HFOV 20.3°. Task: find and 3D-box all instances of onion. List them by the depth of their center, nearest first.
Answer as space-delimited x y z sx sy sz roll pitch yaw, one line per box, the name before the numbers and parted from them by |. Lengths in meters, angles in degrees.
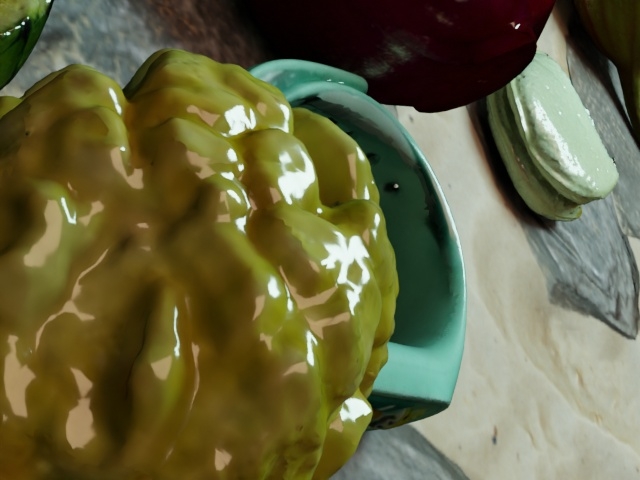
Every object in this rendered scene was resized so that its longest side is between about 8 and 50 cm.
onion | 0.058 -0.194 0.997 0.216 0.207 0.206 8 62 -50

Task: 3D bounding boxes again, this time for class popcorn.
popcorn | -0.074 0.045 0.652 0.181 0.217 0.235 28 73 0

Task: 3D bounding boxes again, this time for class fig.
fig | 0.255 -0.155 1.403 0.124 0.124 0.236 -44 135 -57

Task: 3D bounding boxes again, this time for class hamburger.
hamburger | 0.148 -0.072 1.210 0.084 0.054 0.121 -10 78 -55

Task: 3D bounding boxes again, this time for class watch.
watch | 0.000 0.000 0.915 0.237 0.068 0.195 12 61 -56

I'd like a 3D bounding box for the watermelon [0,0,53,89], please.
watermelon | -0.162 -0.111 0.690 0.181 0.075 0.092 42 39 20
